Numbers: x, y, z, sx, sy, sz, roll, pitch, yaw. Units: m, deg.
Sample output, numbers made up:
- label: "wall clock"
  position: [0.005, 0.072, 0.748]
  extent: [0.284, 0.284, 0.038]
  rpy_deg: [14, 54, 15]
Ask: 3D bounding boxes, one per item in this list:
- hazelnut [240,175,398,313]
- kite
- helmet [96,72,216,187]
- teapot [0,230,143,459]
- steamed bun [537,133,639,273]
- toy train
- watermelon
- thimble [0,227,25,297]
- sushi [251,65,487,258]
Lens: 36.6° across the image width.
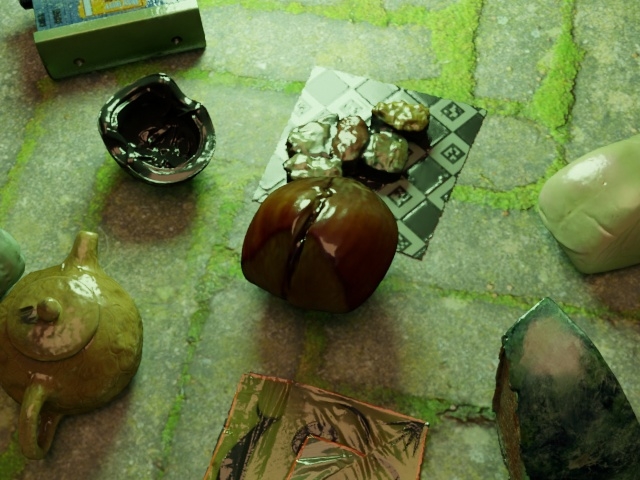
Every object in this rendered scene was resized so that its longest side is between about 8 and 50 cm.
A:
- label: "hazelnut"
  position: [-0.001, -0.002, 1.331]
  extent: [0.212, 0.181, 0.181]
  rpy_deg: [18, 95, 23]
- label: "kite"
  position: [0.003, 0.316, 1.250]
  extent: [0.327, 0.013, 0.377]
  rpy_deg: [-28, 63, -14]
- label: "helmet"
  position: [-0.248, -0.151, 1.464]
  extent: [0.153, 0.107, 0.177]
  rpy_deg: [-42, 87, -22]
- label: "teapot"
  position: [-0.345, 0.130, 1.272]
  extent: [0.203, 0.167, 0.311]
  rpy_deg: [8, 62, 5]
- label: "steamed bun"
  position: [0.439, -0.068, 1.370]
  extent: [0.238, 0.152, 0.170]
  rpy_deg: [-22, 62, -14]
- label: "toy train"
  position: [-0.337, -0.385, 1.586]
  extent: [0.299, 0.131, 0.202]
  rpy_deg: [-14, 69, -6]
- label: "watermelon"
  position: [0.268, 0.219, 1.182]
  extent: [0.148, 0.318, 0.226]
  rpy_deg: [-30, 24, -10]
- label: "thimble"
  position: [-0.526, 0.022, 1.337]
  extent: [0.211, 0.185, 0.149]
  rpy_deg: [11, 53, 47]
- label: "sushi"
  position: [0.077, -0.145, 1.476]
  extent: [0.292, 0.059, 0.294]
  rpy_deg: [18, 63, 11]
